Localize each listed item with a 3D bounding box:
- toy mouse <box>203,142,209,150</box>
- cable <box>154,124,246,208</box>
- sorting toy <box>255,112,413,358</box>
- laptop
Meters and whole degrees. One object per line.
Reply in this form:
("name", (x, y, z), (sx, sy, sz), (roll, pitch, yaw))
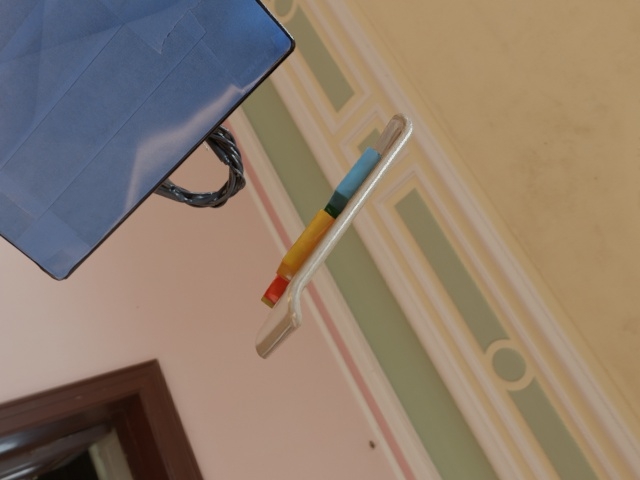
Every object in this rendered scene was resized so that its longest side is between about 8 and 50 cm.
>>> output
("toy mouse", (-0.262, -0.219, 0.896), (0.161, 0.142, 0.031), (93, -6, -45))
("cable", (-0.208, -0.132, 0.899), (0.047, 0.184, 0.151), (-144, -107, -73))
("sorting toy", (0.000, 0.000, 0.504), (0.038, 0.208, 0.193), (32, -24, -1))
("laptop", (-0.304, -0.162, 0.409), (0.382, 0.407, 0.236), (-40, -107, 19))
